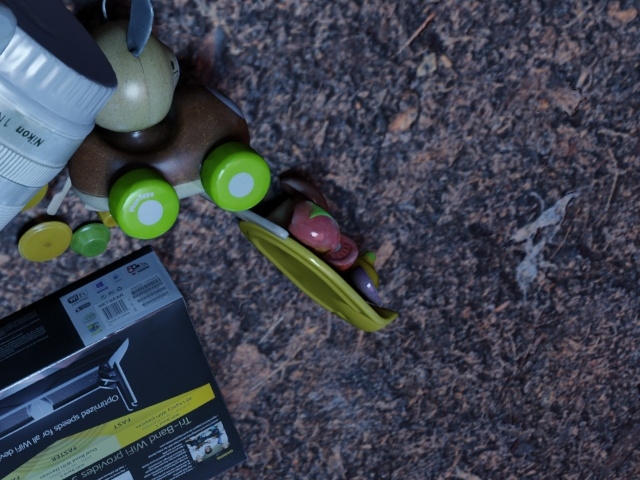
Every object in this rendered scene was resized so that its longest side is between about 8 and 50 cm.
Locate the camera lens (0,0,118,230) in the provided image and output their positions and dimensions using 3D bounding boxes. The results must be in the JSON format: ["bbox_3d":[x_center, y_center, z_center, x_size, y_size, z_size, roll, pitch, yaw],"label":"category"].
[{"bbox_3d":[-0.306,-0.080,1.289,0.274,0.219,0.219,-44,137,9],"label":"camera lens"}]

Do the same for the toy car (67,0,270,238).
[{"bbox_3d":[-0.133,-0.124,1.426,0.149,0.155,0.188,-18,122,-19],"label":"toy car"}]

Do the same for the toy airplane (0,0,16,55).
[{"bbox_3d":[-0.206,-0.273,1.075,0.386,0.384,0.272,-40,150,4],"label":"toy airplane"}]

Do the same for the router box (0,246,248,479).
[{"bbox_3d":[-0.241,0.173,1.658,0.309,0.081,0.243,-27,137,-10],"label":"router box"}]

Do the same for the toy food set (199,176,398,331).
[{"bbox_3d":[0.000,0.000,1.640,0.071,0.128,0.218,-54,134,-10],"label":"toy food set"}]

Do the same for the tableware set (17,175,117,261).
[{"bbox_3d":[-0.232,-0.024,1.533,0.154,0.024,0.104,4,133,-37],"label":"tableware set"}]
